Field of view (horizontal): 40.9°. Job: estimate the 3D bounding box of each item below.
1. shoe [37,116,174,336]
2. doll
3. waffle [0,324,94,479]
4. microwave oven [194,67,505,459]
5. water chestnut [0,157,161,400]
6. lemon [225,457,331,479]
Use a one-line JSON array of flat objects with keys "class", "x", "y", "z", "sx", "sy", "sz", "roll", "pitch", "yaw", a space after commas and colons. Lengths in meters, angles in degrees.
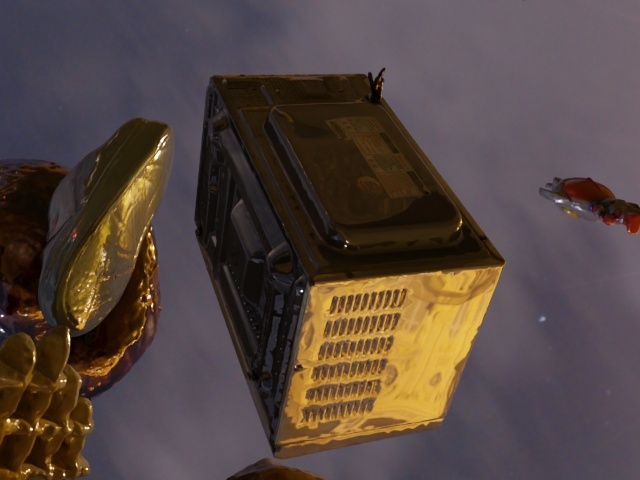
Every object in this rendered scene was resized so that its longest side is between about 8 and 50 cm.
[{"class": "shoe", "x": -0.220, "y": -0.024, "z": 0.824, "sx": 0.100, "sy": 0.103, "sz": 0.251, "roll": 10, "pitch": -130, "yaw": 14}, {"class": "doll", "x": 0.390, "y": -0.054, "z": 1.225, "sx": 0.104, "sy": 0.195, "sz": 0.062, "roll": -23, "pitch": -61, "yaw": -19}, {"class": "waffle", "x": -0.266, "y": 0.196, "z": 0.657, "sx": 0.056, "sy": 0.250, "sz": 0.261, "roll": 17, "pitch": -146, "yaw": 25}, {"class": "microwave oven", "x": 0.000, "y": 0.000, "z": 0.622, "sx": 0.145, "sy": 0.193, "sz": 0.240, "roll": -7, "pitch": -139, "yaw": -19}, {"class": "water chestnut", "x": -0.354, "y": 0.040, "z": 1.145, "sx": 0.335, "sy": 0.335, "sz": 0.347, "roll": 44, "pitch": -148, "yaw": -6}, {"class": "lemon", "x": -0.049, "y": 0.355, "z": 0.756, "sx": 0.297, "sy": 0.297, "sz": 0.297, "roll": 19, "pitch": -127, "yaw": -27}]
